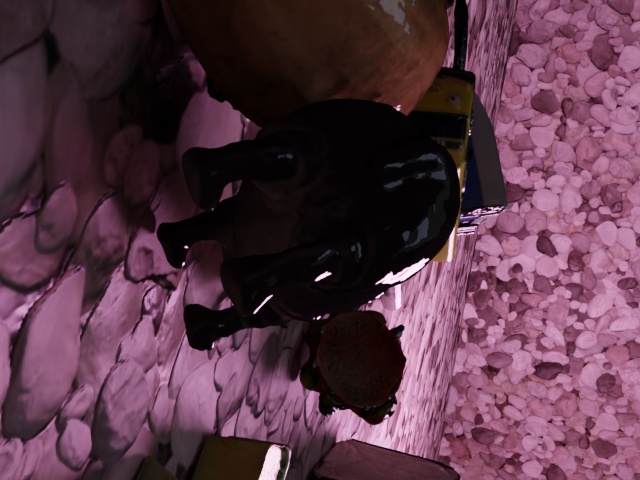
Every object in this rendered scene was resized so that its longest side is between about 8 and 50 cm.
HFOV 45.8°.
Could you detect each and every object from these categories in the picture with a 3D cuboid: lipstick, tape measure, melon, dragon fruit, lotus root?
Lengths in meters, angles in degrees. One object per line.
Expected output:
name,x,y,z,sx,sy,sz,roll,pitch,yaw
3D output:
lipstick,0.114,0.059,1.215,0.141,0.040,0.040,81,26,-53
tape measure,0.203,-0.187,1.204,0.215,0.098,0.351,116,-32,-77
melon,-0.091,0.211,0.580,0.209,0.064,0.118,34,69,-70
dragon fruit,0.043,0.146,0.893,0.175,0.142,0.138,121,-51,-77
lotus root,-0.009,-0.138,0.460,0.257,0.154,0.140,36,42,-54

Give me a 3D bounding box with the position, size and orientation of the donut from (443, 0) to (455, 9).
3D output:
donut,0.107,-0.354,0.795,0.216,0.096,0.230,-54,152,-50

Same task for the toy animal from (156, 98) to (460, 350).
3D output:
toy animal,-0.016,0.006,0.506,0.343,0.168,0.106,105,-34,-79

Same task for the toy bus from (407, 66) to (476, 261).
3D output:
toy bus,0.120,-0.084,0.934,0.262,0.128,0.150,76,22,-62

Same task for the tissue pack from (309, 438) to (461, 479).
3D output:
tissue pack,0.067,0.502,1.087,0.198,0.210,0.370,-11,111,-79
